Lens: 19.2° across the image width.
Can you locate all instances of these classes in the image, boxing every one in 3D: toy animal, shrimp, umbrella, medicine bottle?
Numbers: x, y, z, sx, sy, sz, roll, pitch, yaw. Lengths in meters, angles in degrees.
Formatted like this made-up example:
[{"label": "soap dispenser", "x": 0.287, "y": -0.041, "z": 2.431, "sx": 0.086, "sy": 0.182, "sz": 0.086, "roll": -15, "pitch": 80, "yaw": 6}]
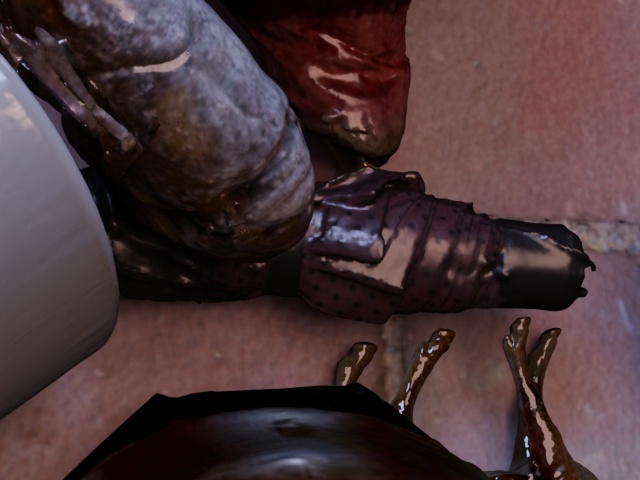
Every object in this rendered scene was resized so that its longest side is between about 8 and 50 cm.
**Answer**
[{"label": "toy animal", "x": 0.128, "y": 0.178, "z": 1.133, "sx": 0.243, "sy": 0.087, "sz": 0.260, "roll": -7, "pitch": 77, "yaw": -8}, {"label": "shrimp", "x": -0.120, "y": -0.117, "z": 0.957, "sx": 0.116, "sy": 0.145, "sz": 0.343, "roll": -44, "pitch": 118, "yaw": -15}, {"label": "umbrella", "x": 0.000, "y": 0.000, "z": 1.110, "sx": 0.326, "sy": 0.090, "sz": 0.094, "roll": 4, "pitch": 116, "yaw": -9}, {"label": "medicine bottle", "x": -0.258, "y": 0.017, "z": 0.940, "sx": 0.232, "sy": 0.238, "sz": 0.238, "roll": -37, "pitch": 88, "yaw": -28}]

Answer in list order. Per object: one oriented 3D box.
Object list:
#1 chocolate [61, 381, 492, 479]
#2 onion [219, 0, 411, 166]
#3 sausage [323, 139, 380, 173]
[{"label": "chocolate", "x": -0.006, "y": 0.233, "z": 0.887, "sx": 0.384, "sy": 0.331, "sz": 0.383, "roll": 2, "pitch": 75, "yaw": -8}, {"label": "onion", "x": -0.009, "y": -0.250, "z": 1.097, "sx": 0.398, "sy": 0.398, "sz": 0.420, "roll": -28, "pitch": 120, "yaw": -26}, {"label": "sausage", "x": 0.009, "y": -0.072, "z": 1.186, "sx": 0.024, "sy": 0.024, "sz": 0.132, "roll": -27, "pitch": 85, "yaw": -26}]
